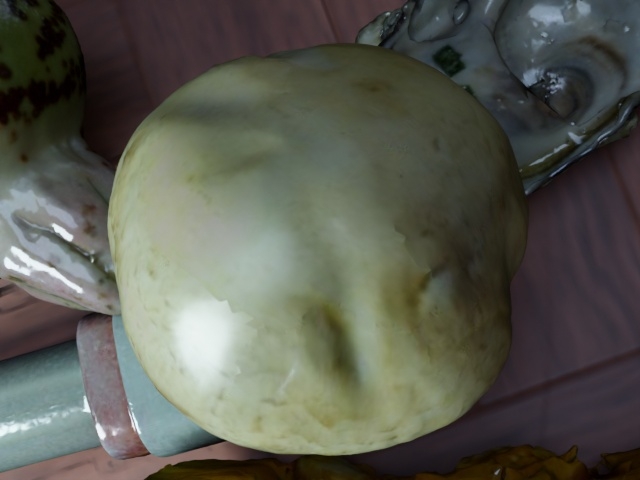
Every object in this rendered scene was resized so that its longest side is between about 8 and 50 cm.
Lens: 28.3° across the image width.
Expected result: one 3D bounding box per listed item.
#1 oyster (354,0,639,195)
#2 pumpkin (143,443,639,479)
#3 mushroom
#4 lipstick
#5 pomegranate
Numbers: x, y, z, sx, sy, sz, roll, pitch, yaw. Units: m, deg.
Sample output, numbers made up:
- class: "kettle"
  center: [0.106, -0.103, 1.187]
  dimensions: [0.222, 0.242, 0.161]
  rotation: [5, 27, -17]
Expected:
- class: "oyster"
  center: [0.065, -0.064, 0.487]
  dimensions: [0.165, 0.053, 0.108]
  rotation: [-38, 96, -5]
- class: "pumpkin"
  center: [0.097, 0.101, 0.413]
  dimensions: [0.280, 0.139, 0.190]
  rotation: [38, 93, 9]
- class: "mushroom"
  center: [0.000, 0.000, 0.413]
  dimensions: [0.148, 0.112, 0.148]
  rotation: [1, 43, -1]
- class: "lipstick"
  center: [-0.117, 0.066, 0.498]
  dimensions: [0.186, 0.057, 0.063]
  rotation: [-15, 82, 12]
- class: "pomegranate"
  center: [-0.128, -0.034, 0.477]
  dimensions: [0.163, 0.125, 0.138]
  rotation: [18, 128, -9]
